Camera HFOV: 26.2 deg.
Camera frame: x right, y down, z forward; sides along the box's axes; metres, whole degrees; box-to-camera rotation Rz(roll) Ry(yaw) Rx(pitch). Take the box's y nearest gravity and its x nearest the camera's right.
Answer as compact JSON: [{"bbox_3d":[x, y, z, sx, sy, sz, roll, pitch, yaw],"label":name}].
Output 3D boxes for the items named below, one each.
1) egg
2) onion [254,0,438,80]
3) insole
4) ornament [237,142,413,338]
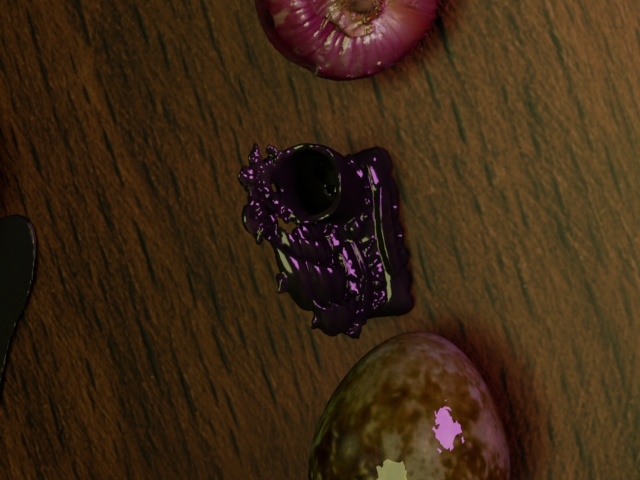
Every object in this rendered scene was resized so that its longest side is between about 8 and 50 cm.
[{"bbox_3d":[0.105,0.251,1.619,0.238,0.238,0.289,-1,84,22],"label":"egg"},{"bbox_3d":[0.029,-0.311,1.656,0.230,0.163,0.230,-6,117,-11],"label":"onion"},{"bbox_3d":[-0.465,0.112,1.960,0.110,0.012,0.309,15,100,21],"label":"insole"},{"bbox_3d":[0.000,0.000,1.632,0.106,0.260,0.251,-11,91,28],"label":"ornament"}]
